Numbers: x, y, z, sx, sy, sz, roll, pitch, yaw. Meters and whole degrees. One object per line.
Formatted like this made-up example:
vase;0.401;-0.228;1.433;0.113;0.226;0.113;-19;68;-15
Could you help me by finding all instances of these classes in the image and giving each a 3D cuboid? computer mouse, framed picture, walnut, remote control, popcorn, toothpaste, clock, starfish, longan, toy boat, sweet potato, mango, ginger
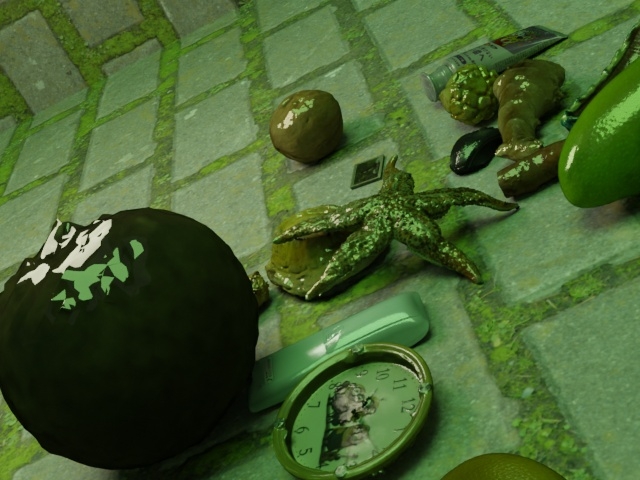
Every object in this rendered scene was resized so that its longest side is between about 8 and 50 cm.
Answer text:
computer mouse;0.276;-0.170;1.754;0.135;0.047;0.079;-43;32;-26
framed picture;0.091;-0.133;1.907;0.066;0.007;0.089;-19;30;21
walnut;-0.027;-0.238;2.054;0.166;0.149;0.166;-38;-4;-3
remote control;0.018;0.158;1.459;0.293;0.051;0.103;-26;29;8
popcorn;0.284;-0.271;1.862;0.106;0.116;0.121;-42;56;50
toothpaste;0.346;-0.369;1.999;0.299;0.073;0.114;-26;28;-10
clock;0.048;0.235;1.303;0.237;0.057;0.237;-22;31;14
starfish;0.114;-0.019;1.546;0.347;0.078;0.358;23;49;30
longan;-0.281;0.132;1.437;0.391;0.391;0.391;-23;29;13
toy boat;0.504;-0.268;1.653;0.108;0.099;0.293;8;53;49
sweet potato;0.417;-0.139;1.557;0.281;0.059;0.067;-20;40;20
mango;0.488;-0.167;1.425;0.343;0.156;0.192;-39;64;2
ginger;0.366;-0.223;1.724;0.131;0.086;0.294;-6;39;15

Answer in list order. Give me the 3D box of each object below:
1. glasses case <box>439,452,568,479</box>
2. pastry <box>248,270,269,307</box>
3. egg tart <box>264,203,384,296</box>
glasses case;0.210;0.334;0.901;0.173;0.141;0.371;-29;29;1
pastry;-0.144;0.113;1.681;0.140;0.056;0.080;-41;22;-7
egg tart;0.000;0.000;1.694;0.232;0.098;0.252;-21;26;9
